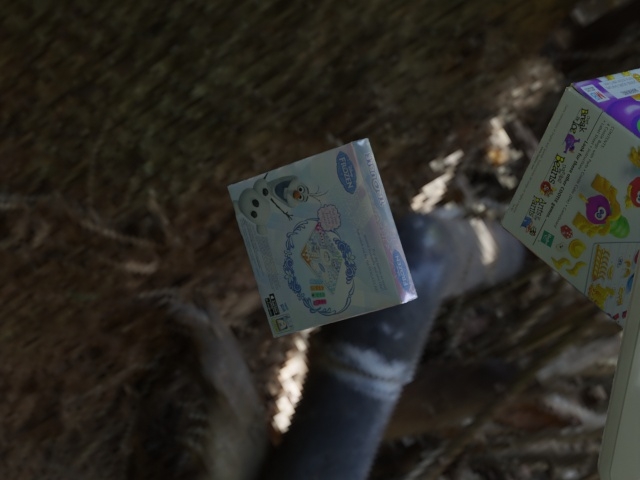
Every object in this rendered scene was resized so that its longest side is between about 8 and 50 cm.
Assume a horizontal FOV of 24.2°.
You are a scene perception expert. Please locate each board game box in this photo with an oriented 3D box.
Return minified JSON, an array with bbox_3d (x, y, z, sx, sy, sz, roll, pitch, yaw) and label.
[{"bbox_3d":[0.306,0.001,1.174,0.142,0.144,0.275,-17,50,-44],"label":"board game box"},{"bbox_3d":[0.000,0.000,0.816,0.020,0.090,0.090,-17,90,-54],"label":"board game box"}]

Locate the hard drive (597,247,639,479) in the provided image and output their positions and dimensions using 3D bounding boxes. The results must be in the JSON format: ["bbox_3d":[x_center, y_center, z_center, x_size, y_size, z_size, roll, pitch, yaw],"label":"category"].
[{"bbox_3d":[0.209,-0.074,0.769,0.233,0.047,0.353,86,22,-50],"label":"hard drive"}]
